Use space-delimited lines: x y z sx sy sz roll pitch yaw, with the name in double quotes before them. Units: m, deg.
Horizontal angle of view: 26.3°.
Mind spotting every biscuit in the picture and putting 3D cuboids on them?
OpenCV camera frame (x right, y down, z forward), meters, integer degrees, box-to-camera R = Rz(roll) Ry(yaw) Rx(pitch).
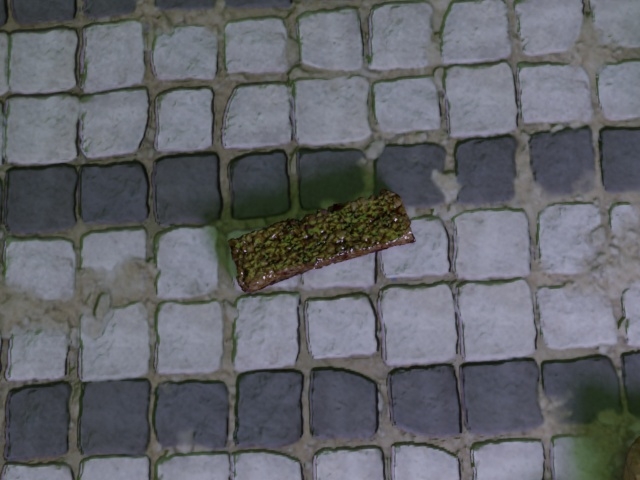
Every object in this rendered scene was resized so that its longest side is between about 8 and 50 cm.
"biscuit" 0.000 0.000 1.489 0.199 0.034 0.064 -17 74 1

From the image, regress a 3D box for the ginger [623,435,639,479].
"ginger" 0.395 0.258 1.362 0.333 0.081 0.148 -9 80 4
